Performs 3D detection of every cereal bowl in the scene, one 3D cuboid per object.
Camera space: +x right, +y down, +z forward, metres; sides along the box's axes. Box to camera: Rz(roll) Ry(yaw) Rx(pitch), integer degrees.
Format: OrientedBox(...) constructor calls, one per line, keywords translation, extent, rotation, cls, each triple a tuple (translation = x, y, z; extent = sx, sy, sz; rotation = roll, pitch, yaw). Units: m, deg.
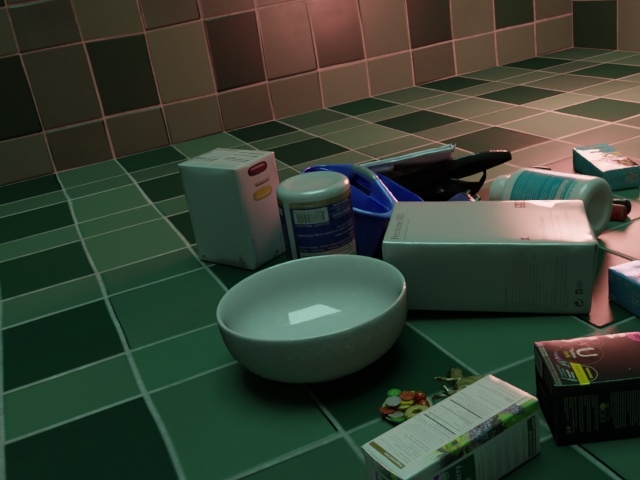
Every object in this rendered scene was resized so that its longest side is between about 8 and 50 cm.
OrientedBox(translation=(-0.008, 0.154, 1.305), extent=(0.339, 0.141, 0.339), rotation=(-8, 22, 3), cls="cereal bowl")

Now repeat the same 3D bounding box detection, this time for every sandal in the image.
OrientedBox(translation=(0.307, -0.139, 1.951), extent=(0.446, 0.106, 0.167), rotation=(-17, -7, -7), cls="sandal")

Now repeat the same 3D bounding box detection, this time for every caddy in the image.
OrientedBox(translation=(0.093, -0.086, 1.715), extent=(0.241, 0.179, 0.341), rotation=(-6, 28, -32), cls="caddy")

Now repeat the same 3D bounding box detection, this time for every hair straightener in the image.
OrientedBox(translation=(0.643, -0.085, 1.780), extent=(0.231, 0.047, 0.089), rotation=(2, 24, 38), cls="hair straightener")

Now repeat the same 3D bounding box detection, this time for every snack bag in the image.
OrientedBox(translation=(0.207, -0.184, 1.993), extent=(0.343, 0.037, 0.323), rotation=(-12, -7, 10), cls="snack bag")

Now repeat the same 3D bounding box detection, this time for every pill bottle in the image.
OrientedBox(translation=(0.526, -0.092, 1.690), extent=(0.146, 0.146, 0.264), rotation=(-25, 27, -34), cls="pill bottle")
OrientedBox(translation=(0.000, 0.000, 1.520), extent=(0.153, 0.264, 0.153), rotation=(-7, 22, 3), cls="pill bottle")

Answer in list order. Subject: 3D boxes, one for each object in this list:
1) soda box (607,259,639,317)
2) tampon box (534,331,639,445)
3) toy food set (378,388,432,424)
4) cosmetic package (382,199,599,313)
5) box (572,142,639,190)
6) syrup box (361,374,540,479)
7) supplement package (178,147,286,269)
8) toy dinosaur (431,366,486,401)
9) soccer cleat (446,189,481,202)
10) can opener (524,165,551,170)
OrientedBox(translation=(0.599, 0.105, 1.273), extent=(0.071, 0.067, 0.210), rotation=(-14, 22, -12), cls="soda box")
OrientedBox(translation=(0.403, 0.209, 1.044), extent=(0.161, 0.101, 0.120), rotation=(-7, 22, 4), cls="tampon box")
OrientedBox(translation=(0.134, 0.261, 1.139), extent=(0.083, 0.020, 0.083), rotation=(-4, 23, 15), cls="toy food set")
OrientedBox(translation=(0.324, 0.027, 1.429), extent=(0.385, 0.156, 0.217), rotation=(1, 25, 10), cls="cosmetic package")
OrientedBox(translation=(0.775, -0.202, 1.982), extent=(0.101, 0.060, 0.244), rotation=(-8, 21, 3), cls="box")
OrientedBox(translation=(0.178, 0.280, 0.972), extent=(0.237, 0.093, 0.096), rotation=(-21, 25, -28), cls="syrup box")
OrientedBox(translation=(-0.213, -0.083, 1.818), extent=(0.204, 0.261, 0.145), rotation=(9, 28, 38), cls="supplement package")
OrientedBox(translation=(0.233, 0.234, 1.121), extent=(0.093, 0.053, 0.183), rotation=(-18, 23, -24), cls="toy dinosaur")
OrientedBox(translation=(0.370, -0.025, 1.709), extent=(0.121, 0.093, 0.289), rotation=(-41, 28, 4), cls="soccer cleat")
OrientedBox(translation=(0.632, -0.154, 1.929), extent=(0.186, 0.073, 0.059), rotation=(8, 18, 18), cls="can opener")
